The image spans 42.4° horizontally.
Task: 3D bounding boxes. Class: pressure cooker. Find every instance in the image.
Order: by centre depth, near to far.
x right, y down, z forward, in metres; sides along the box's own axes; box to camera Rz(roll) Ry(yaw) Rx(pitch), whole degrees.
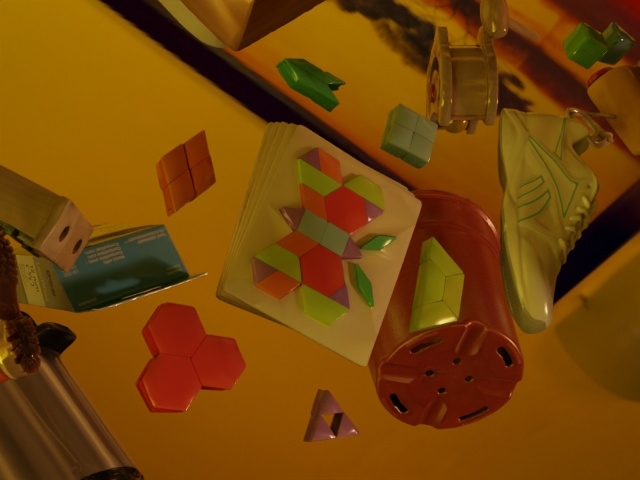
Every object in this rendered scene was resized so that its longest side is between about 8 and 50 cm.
[{"bbox_3d":[-0.506,0.327,1.207,0.370,0.375,0.420,-22,-119,-40],"label":"pressure cooker"}]

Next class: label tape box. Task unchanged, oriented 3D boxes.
[{"bbox_3d":[-0.421,0.045,1.583,0.249,0.348,0.115,-20,-77,-41],"label":"label tape box"}]

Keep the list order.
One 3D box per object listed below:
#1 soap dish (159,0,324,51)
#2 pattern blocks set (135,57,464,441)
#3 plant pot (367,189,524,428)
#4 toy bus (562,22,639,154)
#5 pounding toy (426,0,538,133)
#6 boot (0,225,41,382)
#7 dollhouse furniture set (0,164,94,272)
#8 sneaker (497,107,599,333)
[{"bbox_3d":[-0.018,-0.257,0.451,0.229,0.118,0.291,48,-124,2],"label":"soap dish"},{"bbox_3d":[0.000,0.000,0.680,0.286,0.026,0.324,16,-115,-23],"label":"pattern blocks set"},{"bbox_3d":[0.161,0.110,1.203,0.273,0.272,0.265,22,-149,-20],"label":"plant pot"},{"bbox_3d":[0.312,-0.127,0.695,0.191,0.104,0.202,32,-141,-10],"label":"toy bus"},{"bbox_3d":[0.238,-0.224,1.191,0.155,0.269,0.154,0,-106,1],"label":"pounding toy"},{"bbox_3d":[-0.297,0.047,0.690,0.059,0.085,0.157,34,-141,-76],"label":"boot"},{"bbox_3d":[-0.374,0.021,0.945,0.129,0.129,0.183,27,-104,5],"label":"dollhouse furniture set"},{"bbox_3d":[0.136,-0.017,0.491,0.061,0.053,0.152,2,-118,10],"label":"sneaker"}]
